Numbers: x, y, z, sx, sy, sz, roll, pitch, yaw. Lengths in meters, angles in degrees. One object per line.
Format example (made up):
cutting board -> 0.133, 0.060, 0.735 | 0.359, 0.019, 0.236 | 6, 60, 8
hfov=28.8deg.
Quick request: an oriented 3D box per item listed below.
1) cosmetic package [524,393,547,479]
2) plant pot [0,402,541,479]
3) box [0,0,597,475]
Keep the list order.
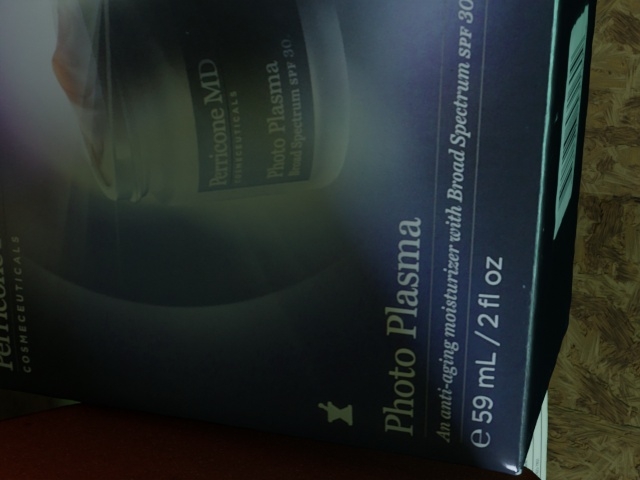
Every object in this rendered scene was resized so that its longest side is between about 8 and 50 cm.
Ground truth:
cosmetic package -> 0.020, 0.192, 0.927 | 0.296, 0.129, 0.153 | -25, 129, -29
plant pot -> -0.022, 0.215, 0.654 | 0.236, 0.267, 0.267 | -25, 123, -46
box -> -0.019, -0.066, 0.637 | 0.183, 0.294, 0.296 | -47, 141, -63
